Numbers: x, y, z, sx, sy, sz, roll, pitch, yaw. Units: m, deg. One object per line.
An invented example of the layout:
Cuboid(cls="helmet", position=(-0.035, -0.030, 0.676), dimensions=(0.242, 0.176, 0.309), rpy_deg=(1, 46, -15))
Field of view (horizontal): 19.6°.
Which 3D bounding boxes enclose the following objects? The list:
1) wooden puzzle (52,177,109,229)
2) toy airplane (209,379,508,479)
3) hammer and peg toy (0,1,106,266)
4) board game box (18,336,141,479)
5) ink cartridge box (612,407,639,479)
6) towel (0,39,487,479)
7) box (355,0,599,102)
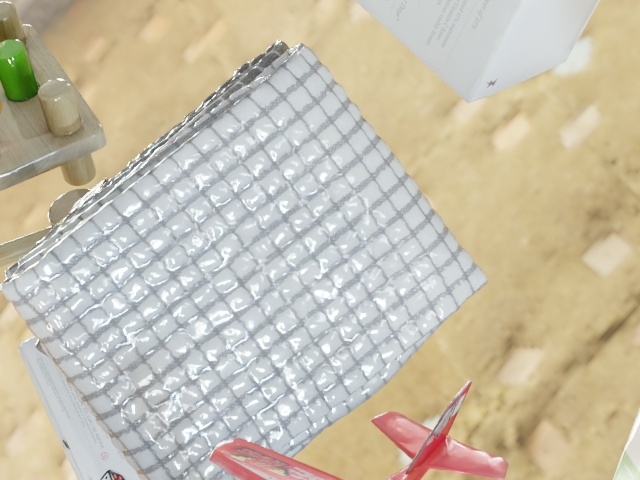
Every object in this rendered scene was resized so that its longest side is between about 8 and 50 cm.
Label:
Cuboid(cls="wooden puzzle", position=(-0.191, -0.024, 1.468), dimensions=(0.083, 0.006, 0.049), rpy_deg=(-38, -165, 24))
Cuboid(cls="toy airplane", position=(0.029, 0.111, 0.819), dimensions=(0.151, 0.028, 0.151), rpy_deg=(3, -144, -2))
Cuboid(cls="hammer and peg toy", position=(-0.369, -0.095, 1.954), dimensions=(0.266, 0.127, 0.361), rpy_deg=(-23, -138, -13))
Cuboid(cls="board game box", position=(-0.226, 0.186, 1.792), dimensions=(0.053, 0.193, 0.305), rpy_deg=(-25, 178, -10))
Cuboid(cls="ink cartridge box", position=(0.421, 0.173, 1.774), dimensions=(0.117, 0.201, 0.278), rpy_deg=(-114, -142, -65))
Cuboid(cls="towel", position=(-0.059, 0.030, 1.317), dimensions=(0.284, 0.235, 0.121), rpy_deg=(-40, -163, -9))
Cuboid(cls="box", position=(0.118, -0.338, 1.829), dimensions=(0.345, 0.168, 0.215), rpy_deg=(45, -46, 20))
